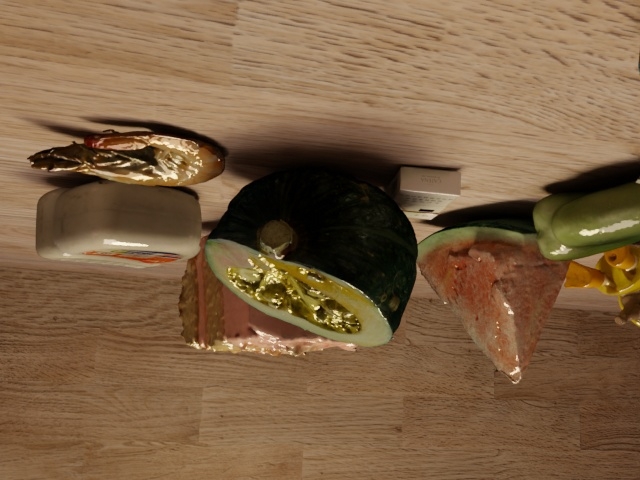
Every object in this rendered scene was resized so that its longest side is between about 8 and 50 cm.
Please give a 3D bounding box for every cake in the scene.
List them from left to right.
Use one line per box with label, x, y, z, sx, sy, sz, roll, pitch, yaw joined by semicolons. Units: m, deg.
cake;-0.117;0.112;1.231;0.314;0.293;0.306;5;165;-35

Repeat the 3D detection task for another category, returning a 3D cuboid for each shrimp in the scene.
shrimp;-0.234;-0.104;0.689;0.235;0.053;0.133;4;173;-21

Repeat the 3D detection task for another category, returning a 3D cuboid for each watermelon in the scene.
watermelon;0.365;0.073;1.009;0.250;0.293;0.283;-25;178;-19

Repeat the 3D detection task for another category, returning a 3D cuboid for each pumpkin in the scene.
pumpkin;0.000;0.000;0.790;0.292;0.197;0.263;17;156;19

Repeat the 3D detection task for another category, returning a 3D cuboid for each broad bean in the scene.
broad bean;0.400;-0.031;0.758;0.169;0.100;0.228;-9;177;-16

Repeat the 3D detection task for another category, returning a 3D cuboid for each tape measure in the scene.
tape measure;-0.337;-0.026;0.972;0.265;0.130;0.258;-10;167;33

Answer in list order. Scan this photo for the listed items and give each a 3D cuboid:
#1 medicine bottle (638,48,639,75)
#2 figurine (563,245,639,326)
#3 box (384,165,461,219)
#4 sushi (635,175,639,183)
medicine bottle;0.213;-0.144;0.315;0.051;0.051;0.191;-2;170;28
figurine;0.685;0.087;1.162;0.343;0.187;0.215;15;154;-23
box;0.142;-0.067;0.811;0.083;0.040;0.154;3;169;-3
sushi;0.438;-0.092;0.533;0.192;0.051;0.215;17;171;21
